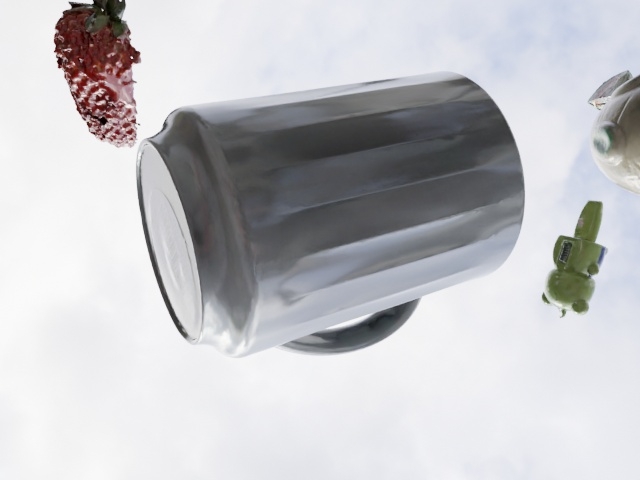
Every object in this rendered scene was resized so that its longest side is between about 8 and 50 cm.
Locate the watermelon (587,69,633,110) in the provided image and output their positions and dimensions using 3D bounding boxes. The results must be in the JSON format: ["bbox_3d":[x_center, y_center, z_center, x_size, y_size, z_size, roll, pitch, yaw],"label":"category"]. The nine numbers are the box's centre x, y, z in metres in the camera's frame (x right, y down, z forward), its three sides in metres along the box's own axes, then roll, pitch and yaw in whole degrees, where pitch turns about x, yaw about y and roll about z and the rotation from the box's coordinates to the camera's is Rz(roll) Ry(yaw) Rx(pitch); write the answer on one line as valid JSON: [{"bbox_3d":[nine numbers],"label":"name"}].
[{"bbox_3d":[0.524,-0.262,1.192,0.085,0.061,0.085,6,-76,27],"label":"watermelon"}]

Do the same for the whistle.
[{"bbox_3d":[0.477,0.035,1.248,0.105,0.085,0.227,16,-91,60],"label":"whistle"}]

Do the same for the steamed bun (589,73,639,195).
[{"bbox_3d":[0.466,-0.149,0.907,0.177,0.131,0.228,-61,-148,-2],"label":"steamed bun"}]

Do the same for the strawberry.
[{"bbox_3d":[-0.369,-0.272,1.101,0.188,0.106,0.286,47,-37,41],"label":"strawberry"}]

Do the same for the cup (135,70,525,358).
[{"bbox_3d":[0.000,0.000,0.699,0.237,0.327,0.322,47,-36,45],"label":"cup"}]
